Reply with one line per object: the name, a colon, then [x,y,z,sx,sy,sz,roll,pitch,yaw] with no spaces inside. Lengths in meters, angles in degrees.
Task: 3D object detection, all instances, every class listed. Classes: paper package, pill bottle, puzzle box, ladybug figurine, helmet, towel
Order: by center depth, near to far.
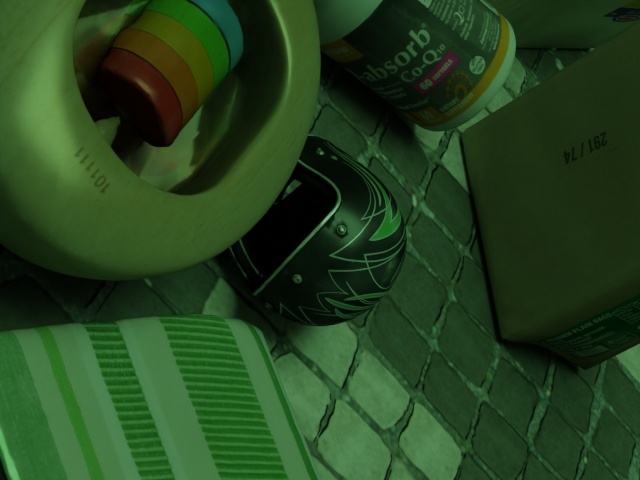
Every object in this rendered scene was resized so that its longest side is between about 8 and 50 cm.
towel: [-0.129,0.178,1.216,0.325,0.038,0.247,-4,67,-49]
ladybug figurine: [-0.158,-0.137,1.268,0.305,0.162,0.449,55,43,-17]
helmet: [0.000,0.000,1.390,0.169,0.169,0.161,2,48,-50]
pill bottle: [0.073,-0.254,1.661,0.278,0.162,0.162,33,43,-30]
paper package: [0.350,-0.055,1.709,0.168,0.325,0.309,23,48,-40]
puzzle box: [0.367,-0.329,1.965,0.409,0.272,0.052,-9,77,-51]

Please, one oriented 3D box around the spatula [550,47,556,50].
spatula: [0.307,-0.387,2.160,0.168,0.019,0.242,40,40,-26]
